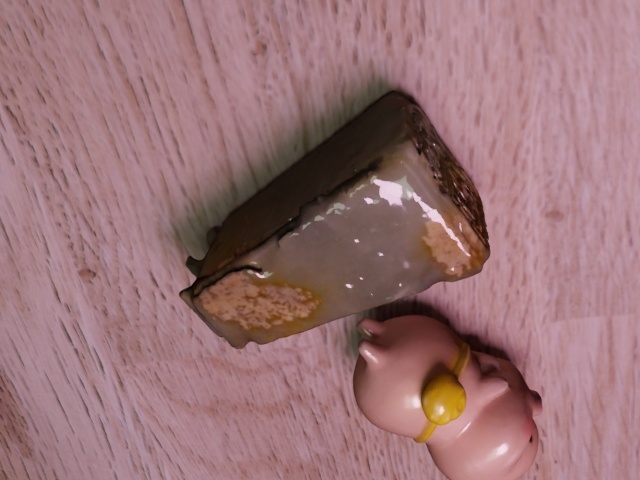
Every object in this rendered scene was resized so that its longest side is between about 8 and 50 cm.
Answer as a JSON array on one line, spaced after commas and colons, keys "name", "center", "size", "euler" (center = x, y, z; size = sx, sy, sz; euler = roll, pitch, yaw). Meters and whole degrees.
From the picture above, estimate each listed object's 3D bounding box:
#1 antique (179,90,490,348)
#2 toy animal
[{"name": "antique", "center": [0.000, 0.000, 0.785], "size": [0.284, 0.125, 0.150], "euler": [-27, 118, 21]}, {"name": "toy animal", "center": [0.132, 0.169, 0.879], "size": [0.149, 0.165, 0.248], "euler": [-34, 110, 30]}]
